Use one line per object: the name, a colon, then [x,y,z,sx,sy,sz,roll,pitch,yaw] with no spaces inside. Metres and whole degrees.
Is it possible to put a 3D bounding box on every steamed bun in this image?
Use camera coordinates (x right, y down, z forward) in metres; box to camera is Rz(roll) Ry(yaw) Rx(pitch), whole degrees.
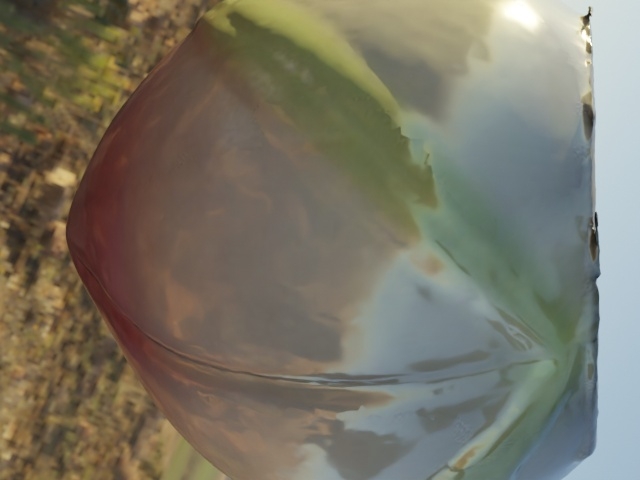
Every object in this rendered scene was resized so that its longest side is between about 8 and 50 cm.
steamed bun: [0.000,0.000,0.612,0.309,0.309,0.309,22,90,-87]
